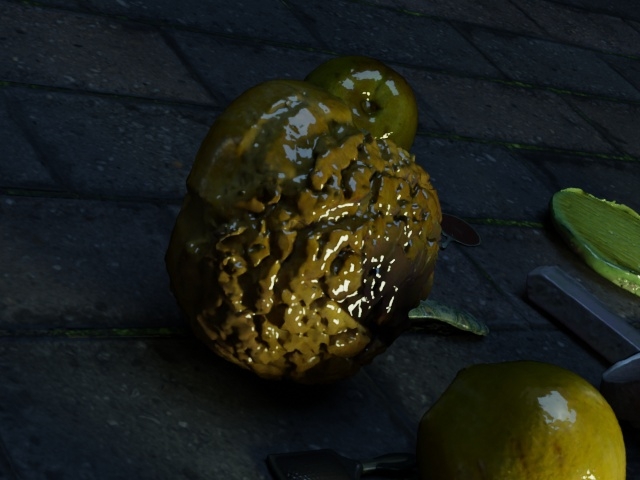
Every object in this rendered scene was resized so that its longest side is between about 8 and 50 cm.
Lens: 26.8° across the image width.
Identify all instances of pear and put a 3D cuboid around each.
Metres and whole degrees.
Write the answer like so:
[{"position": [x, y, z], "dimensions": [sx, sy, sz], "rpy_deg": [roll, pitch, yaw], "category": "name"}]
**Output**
[{"position": [0.045, -0.175, 1.956], "dimensions": [0.200, 0.200, 0.200], "rpy_deg": [22, 27, -12], "category": "pear"}]

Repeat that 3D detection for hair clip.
[{"position": [0.131, 0.095, 1.727], "dimensions": [0.229, 0.036, 0.066], "rpy_deg": [7, 27, -36], "category": "hair clip"}]

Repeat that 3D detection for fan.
[{"position": [0.198, -0.010, 2.007], "dimensions": [0.085, 0.005, 0.133], "rpy_deg": [32, 26, 6], "category": "fan"}]

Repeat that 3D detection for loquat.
[{"position": [0.222, 0.239, 1.384], "dimensions": [0.246, 0.213, 0.213], "rpy_deg": [36, 28, 20], "category": "loquat"}]

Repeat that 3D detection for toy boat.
[{"position": [0.476, 0.186, 1.740], "dimensions": [0.155, 0.227, 0.085], "rpy_deg": [-56, 129, -75], "category": "toy boat"}]

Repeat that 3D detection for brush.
[{"position": [0.031, 0.237, 1.405], "dimensions": [0.193, 0.016, 0.063], "rpy_deg": [2, 38, -41], "category": "brush"}]

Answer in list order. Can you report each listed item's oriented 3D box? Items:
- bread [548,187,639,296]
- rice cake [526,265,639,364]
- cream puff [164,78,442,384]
[{"position": [0.499, 0.009, 2.215], "dimensions": [0.301, 0.045, 0.301], "rpy_deg": [24, 26, -13], "category": "bread"}, {"position": [0.432, 0.156, 1.881], "dimensions": [0.365, 0.056, 0.072], "rpy_deg": [41, 24, 24], "category": "rice cake"}, {"position": [0.000, 0.000, 1.444], "dimensions": [0.231, 0.343, 0.327], "rpy_deg": [28, 44, 29], "category": "cream puff"}]
